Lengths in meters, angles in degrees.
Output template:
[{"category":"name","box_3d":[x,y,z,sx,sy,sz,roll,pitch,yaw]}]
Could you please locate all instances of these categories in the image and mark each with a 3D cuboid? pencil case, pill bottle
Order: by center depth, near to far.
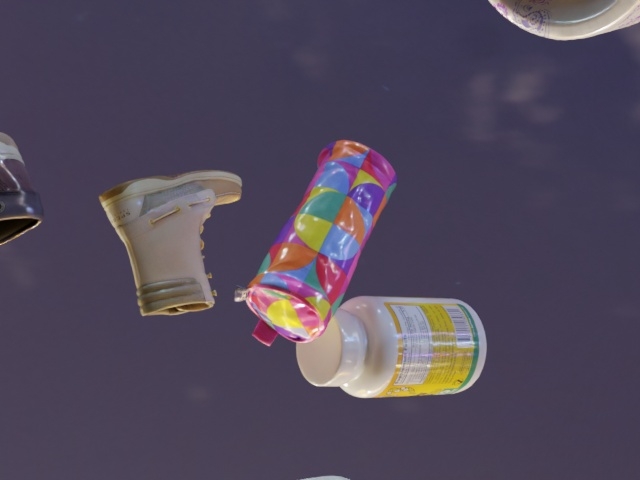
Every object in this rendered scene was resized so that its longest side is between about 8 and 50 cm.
[{"category":"pencil case","box_3d":[0.000,0.000,1.218,0.104,0.104,0.236,18,-125,18]},{"category":"pill bottle","box_3d":[0.081,0.123,1.305,0.117,0.208,0.118,-6,-98,53]}]

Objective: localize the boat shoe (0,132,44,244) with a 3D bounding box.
[{"category":"boat shoe","box_3d":[-0.361,0.011,0.912,0.285,0.103,0.092,-30,-111,-19]}]

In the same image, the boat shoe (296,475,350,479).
[{"category":"boat shoe","box_3d":[-0.061,0.237,0.840,0.079,0.233,0.084,-128,-143,-51]}]

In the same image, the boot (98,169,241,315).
[{"category":"boot","box_3d":[-0.158,0.003,1.357,0.077,0.213,0.165,-24,-97,38]}]

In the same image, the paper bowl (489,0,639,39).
[{"category":"paper bowl","box_3d":[0.303,-0.375,1.260,0.284,0.148,0.284,20,-61,41]}]
